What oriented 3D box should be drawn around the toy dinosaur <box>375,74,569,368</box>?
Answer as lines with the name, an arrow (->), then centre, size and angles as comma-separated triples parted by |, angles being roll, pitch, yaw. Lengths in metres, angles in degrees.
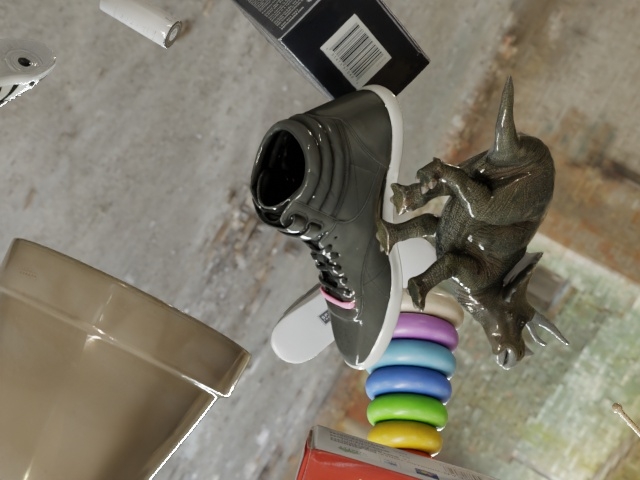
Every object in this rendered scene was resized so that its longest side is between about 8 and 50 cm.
toy dinosaur -> 0.149, -0.028, 0.939 | 0.160, 0.121, 0.313 | -11, 127, -20

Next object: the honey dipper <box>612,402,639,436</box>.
honey dipper -> 0.572, 0.343, 1.870 | 0.030, 0.161, 0.030 | -33, -151, 22

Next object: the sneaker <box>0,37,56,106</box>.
sneaker -> -0.476, -0.204, 1.465 | 0.217, 0.079, 0.121 | -36, 166, -44

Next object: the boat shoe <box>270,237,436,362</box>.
boat shoe -> 0.052, 0.085, 1.665 | 0.301, 0.108, 0.102 | -37, -168, 9

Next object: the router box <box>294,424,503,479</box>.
router box -> 0.111, 0.314, 0.671 | 0.082, 0.335, 0.301 | -91, -163, -89

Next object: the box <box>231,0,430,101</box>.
box -> 0.001, -0.240, 1.147 | 0.108, 0.207, 0.153 | -44, 127, 4

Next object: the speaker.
speaker -> -0.307, -0.384, 1.768 | 0.055, 0.136, 0.055 | -58, 173, -11

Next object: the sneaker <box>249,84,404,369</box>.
sneaker -> 0.000, 0.000, 1.024 | 0.147, 0.104, 0.296 | -13, 113, -36

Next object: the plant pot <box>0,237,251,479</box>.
plant pot -> -0.285, 0.191, 1.242 | 0.323, 0.323, 0.280 | 79, 36, -75

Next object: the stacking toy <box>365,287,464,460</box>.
stacking toy -> 0.110, 0.236, 1.354 | 0.141, 0.141, 0.330 | 94, 2, -68
